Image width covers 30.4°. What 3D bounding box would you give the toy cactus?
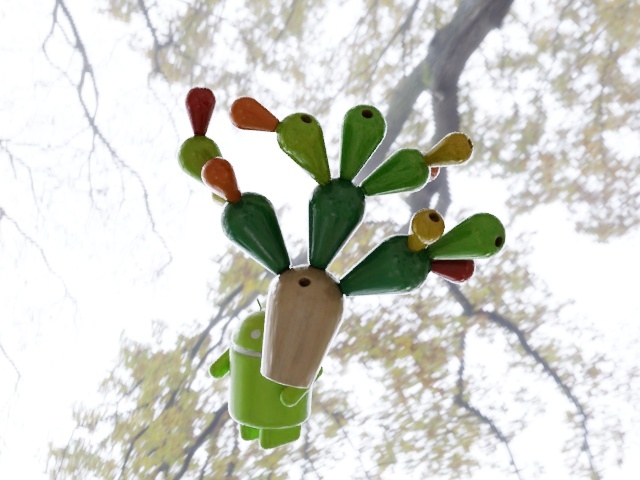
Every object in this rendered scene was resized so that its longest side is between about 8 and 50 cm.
[{"bbox_3d":[0.000,0.000,0.745,0.219,0.112,0.180,16,-85,4],"label":"toy cactus"}]

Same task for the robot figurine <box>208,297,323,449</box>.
[{"bbox_3d":[-0.040,0.106,0.944,0.067,0.101,0.115,-7,-76,-42],"label":"robot figurine"}]
